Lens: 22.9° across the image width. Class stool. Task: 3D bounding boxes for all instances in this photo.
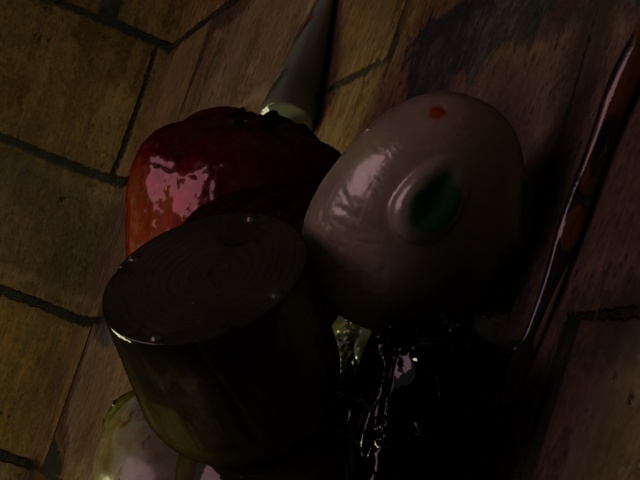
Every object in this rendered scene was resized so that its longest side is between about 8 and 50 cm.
[{"bbox_3d":[-0.065,0.130,1.364,0.179,0.179,0.264,-94,-10,-56],"label":"stool"}]

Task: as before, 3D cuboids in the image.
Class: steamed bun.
[{"bbox_3d":[0.090,-0.013,1.344,0.228,0.177,0.130,-59,42,25],"label":"steamed bun"}]

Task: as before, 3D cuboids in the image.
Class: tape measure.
[{"bbox_3d":[0.073,0.154,1.267,0.186,0.112,0.199,-150,72,-83],"label":"tape measure"}]

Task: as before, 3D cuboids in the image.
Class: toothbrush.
[{"bbox_3d":[0.199,-0.020,1.248,0.321,0.023,0.031,-68,19,5],"label":"toothbrush"}]

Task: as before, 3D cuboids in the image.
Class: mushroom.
[{"bbox_3d":[-0.109,0.257,1.615,0.243,0.243,0.243,-159,90,-74],"label":"mushroom"}]

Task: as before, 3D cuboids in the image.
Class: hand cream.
[{"bbox_3d":[-0.031,-0.243,2.236,0.124,0.078,0.340,-56,16,41],"label":"hand cream"}]

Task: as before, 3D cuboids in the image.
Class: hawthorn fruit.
[{"bbox_3d":[-0.094,0.014,1.798,0.287,0.287,0.330,-127,44,-72],"label":"hawthorn fruit"}]

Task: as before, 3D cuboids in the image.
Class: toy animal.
[{"bbox_3d":[0.046,0.118,1.456,0.137,0.098,0.098,-61,17,12],"label":"toy animal"}]

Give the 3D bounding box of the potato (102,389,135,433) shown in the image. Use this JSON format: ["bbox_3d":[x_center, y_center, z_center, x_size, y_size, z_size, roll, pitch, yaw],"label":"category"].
[{"bbox_3d":[-0.228,0.278,2.153,0.149,0.113,0.251,-61,24,1],"label":"potato"}]

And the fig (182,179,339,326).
[{"bbox_3d":[0.000,0.000,1.589,0.321,0.217,0.217,-46,6,-23],"label":"fig"}]
